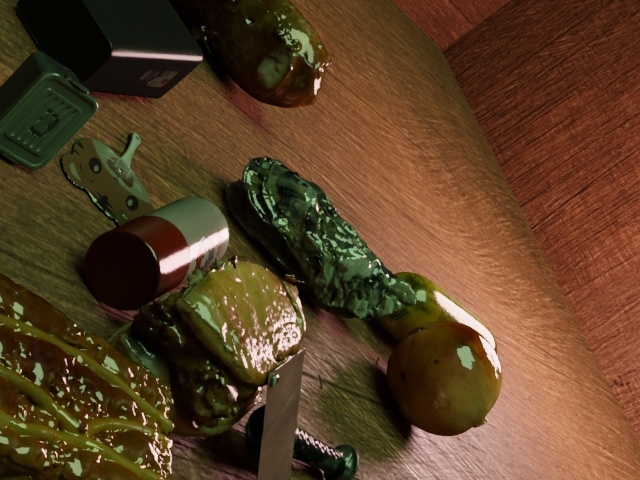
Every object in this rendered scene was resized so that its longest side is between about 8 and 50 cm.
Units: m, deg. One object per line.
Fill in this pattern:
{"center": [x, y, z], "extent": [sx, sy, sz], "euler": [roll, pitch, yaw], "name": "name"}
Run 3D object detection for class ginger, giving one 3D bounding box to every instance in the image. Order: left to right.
{"center": [-0.156, -0.407, 1.924], "extent": [0.418, 0.176, 0.254], "euler": [57, 27, 9], "name": "ginger"}

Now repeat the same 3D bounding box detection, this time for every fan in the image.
{"center": [-0.262, -0.089, 1.411], "extent": [0.152, 0.008, 0.227], "euler": [48, 22, -20], "name": "fan"}

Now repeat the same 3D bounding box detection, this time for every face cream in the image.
{"center": [-0.190, 0.012, 1.285], "extent": [0.096, 0.096, 0.214], "euler": [55, 20, -1], "name": "face cream"}

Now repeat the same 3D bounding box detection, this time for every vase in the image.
{"center": [-0.020, 0.258, 1.341], "extent": [0.167, 0.059, 0.059], "euler": [36, 28, -43], "name": "vase"}

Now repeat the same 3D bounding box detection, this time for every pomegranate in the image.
{"center": [0.196, 0.224, 1.729], "extent": [0.191, 0.191, 0.191], "euler": [46, 22, -24], "name": "pomegranate"}

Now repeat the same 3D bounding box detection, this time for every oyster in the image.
{"center": [0.002, 0.005, 1.690], "extent": [0.351, 0.158, 0.162], "euler": [39, 57, -7], "name": "oyster"}

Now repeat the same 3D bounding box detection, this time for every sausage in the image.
{"center": [0.209, 0.156, 1.930], "extent": [0.347, 0.123, 0.123], "euler": [37, 26, -42], "name": "sausage"}

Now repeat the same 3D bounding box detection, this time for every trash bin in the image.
{"center": [-0.294, -0.293, 1.509], "extent": [0.165, 0.115, 0.225], "euler": [57, 22, 6], "name": "trash bin"}

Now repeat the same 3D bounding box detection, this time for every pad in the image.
{"center": [-0.045, 0.225, 1.224], "extent": [0.113, 0.006, 0.188], "euler": [-26, 124, -69], "name": "pad"}

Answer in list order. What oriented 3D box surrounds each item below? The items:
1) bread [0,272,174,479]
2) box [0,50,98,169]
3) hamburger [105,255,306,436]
{"center": [-0.248, 0.147, 0.919], "extent": [0.274, 0.114, 0.185], "euler": [38, 26, -36], "name": "bread"}
{"center": [-0.322, -0.151, 1.220], "extent": [0.084, 0.122, 0.069], "euler": [35, 16, -47], "name": "box"}
{"center": [-0.118, 0.116, 1.203], "extent": [0.282, 0.155, 0.245], "euler": [43, 26, -42], "name": "hamburger"}
